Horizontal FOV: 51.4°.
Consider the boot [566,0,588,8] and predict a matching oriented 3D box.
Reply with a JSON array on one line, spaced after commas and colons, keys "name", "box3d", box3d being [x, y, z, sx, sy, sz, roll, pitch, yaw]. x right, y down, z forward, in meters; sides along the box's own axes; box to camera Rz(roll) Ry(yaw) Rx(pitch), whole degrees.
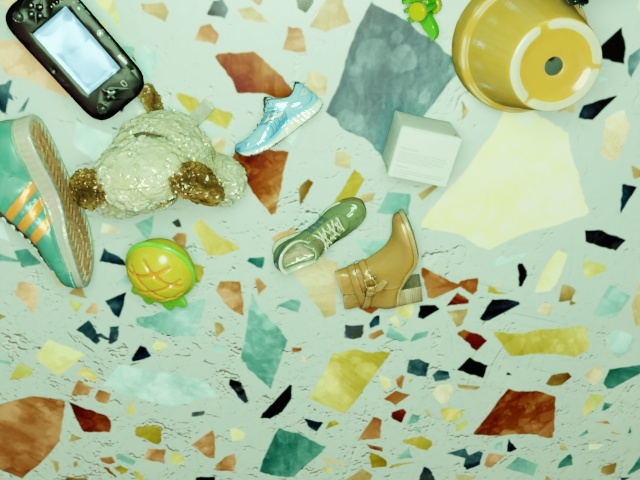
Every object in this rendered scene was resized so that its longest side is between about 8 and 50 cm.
[{"name": "boot", "box3d": [0.399, -0.458, 0.898, 0.247, 0.094, 0.207, -34, 68, 18]}]

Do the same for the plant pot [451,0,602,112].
[{"name": "plant pot", "box3d": [0.316, -0.278, 0.988, 0.205, 0.188, 0.205, -1, 116, -2]}]

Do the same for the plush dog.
[{"name": "plush dog", "box3d": [-0.257, -0.117, 1.019, 0.263, 0.225, 0.210, -7, 116, 1]}]

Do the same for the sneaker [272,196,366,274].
[{"name": "sneaker", "box3d": [0.000, 0.000, 1.164, 0.192, 0.086, 0.064, -30, 113, 11]}]

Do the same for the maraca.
[{"name": "maraca", "box3d": [-0.285, 0.065, 1.181, 0.127, 0.099, 0.185, 19, 139, 0]}]

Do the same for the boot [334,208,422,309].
[{"name": "boot", "box3d": [0.101, 0.043, 1.200, 0.153, 0.073, 0.197, -7, 113, 5]}]

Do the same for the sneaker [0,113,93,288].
[{"name": "sneaker", "box3d": [-0.478, -0.053, 1.113, 0.121, 0.108, 0.302, -13, 107, 5]}]

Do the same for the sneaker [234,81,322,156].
[{"name": "sneaker", "box3d": [-0.078, -0.198, 1.085, 0.162, 0.063, 0.073, -38, 99, 0]}]

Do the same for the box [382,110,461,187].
[{"name": "box", "box3d": [0.163, -0.152, 1.090, 0.101, 0.102, 0.087, 11, 117, -7]}]

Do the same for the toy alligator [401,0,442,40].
[{"name": "toy alligator", "box3d": [0.141, -0.396, 1.003, 0.051, 0.056, 0.189, 7, 124, 40]}]

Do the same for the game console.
[{"name": "game console", "box3d": [-0.389, -0.341, 0.935, 0.213, 0.044, 0.361, -35, 115, 9]}]
